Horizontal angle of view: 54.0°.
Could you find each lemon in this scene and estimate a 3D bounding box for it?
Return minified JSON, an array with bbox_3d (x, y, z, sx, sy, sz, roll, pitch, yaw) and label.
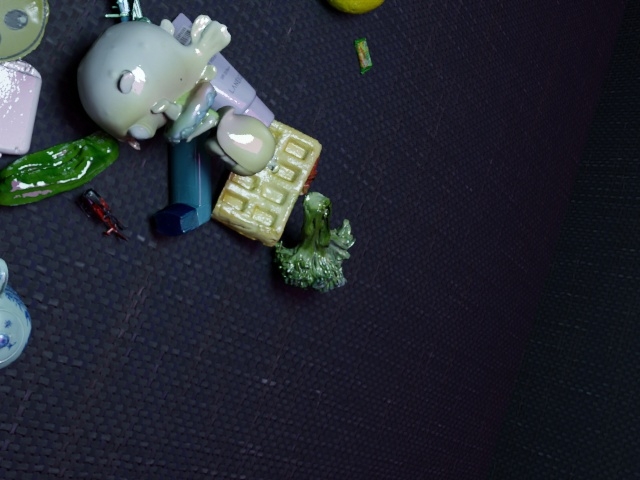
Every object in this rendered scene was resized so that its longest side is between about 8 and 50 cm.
[{"bbox_3d":[0.087,-0.630,1.493,0.203,0.178,0.178,-12,105,-45],"label":"lemon"}]

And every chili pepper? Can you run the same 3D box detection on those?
[{"bbox_3d":[-0.451,-0.132,1.101,0.257,0.100,0.074,-34,157,-39],"label":"chili pepper"}]

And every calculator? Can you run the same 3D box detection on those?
[{"bbox_3d":[-0.524,-0.221,1.042,0.100,0.032,0.174,12,88,-45],"label":"calculator"}]

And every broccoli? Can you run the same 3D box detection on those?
[{"bbox_3d":[0.015,0.001,1.452,0.199,0.177,0.274,-7,137,-35],"label":"broccoli"}]

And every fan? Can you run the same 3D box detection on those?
[{"bbox_3d":[-0.565,-0.368,0.970,0.335,0.011,0.229,-47,119,-32],"label":"fan"}]

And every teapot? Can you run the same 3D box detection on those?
[{"bbox_3d":[-0.536,0.141,1.009,0.159,0.159,0.231,4,94,-46],"label":"teapot"}]

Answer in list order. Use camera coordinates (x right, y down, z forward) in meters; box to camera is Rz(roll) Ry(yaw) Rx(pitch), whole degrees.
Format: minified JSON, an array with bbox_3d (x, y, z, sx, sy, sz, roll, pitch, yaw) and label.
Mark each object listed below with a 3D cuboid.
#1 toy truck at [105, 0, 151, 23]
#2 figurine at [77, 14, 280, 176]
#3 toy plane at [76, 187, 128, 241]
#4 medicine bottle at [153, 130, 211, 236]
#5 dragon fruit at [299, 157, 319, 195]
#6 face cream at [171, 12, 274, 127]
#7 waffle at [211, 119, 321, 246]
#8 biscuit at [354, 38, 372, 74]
[{"bbox_3d":[-0.363,-0.447,1.148,0.078,0.080,0.154,-15,110,-15],"label":"toy truck"},{"bbox_3d":[-0.223,-0.252,1.138,0.394,0.226,0.274,33,101,-24],"label":"figurine"},{"bbox_3d":[-0.405,-0.050,1.174,0.037,0.060,0.145,-52,144,-27],"label":"toy plane"},{"bbox_3d":[-0.271,-0.139,1.273,0.124,0.079,0.258,-8,102,-61],"label":"medicine bottle"},{"bbox_3d":[-0.045,-0.159,1.507,0.162,0.083,0.106,-33,121,-40],"label":"dragon fruit"},{"bbox_3d":[-0.214,-0.323,1.277,0.274,0.096,0.154,45,43,-26],"label":"face cream"},{"bbox_3d":[-0.119,-0.138,1.394,0.168,0.057,0.274,26,76,-10],"label":"waffle"},{"bbox_3d":[0.114,-0.488,1.654,0.046,0.016,0.089,-36,121,-35],"label":"biscuit"}]
